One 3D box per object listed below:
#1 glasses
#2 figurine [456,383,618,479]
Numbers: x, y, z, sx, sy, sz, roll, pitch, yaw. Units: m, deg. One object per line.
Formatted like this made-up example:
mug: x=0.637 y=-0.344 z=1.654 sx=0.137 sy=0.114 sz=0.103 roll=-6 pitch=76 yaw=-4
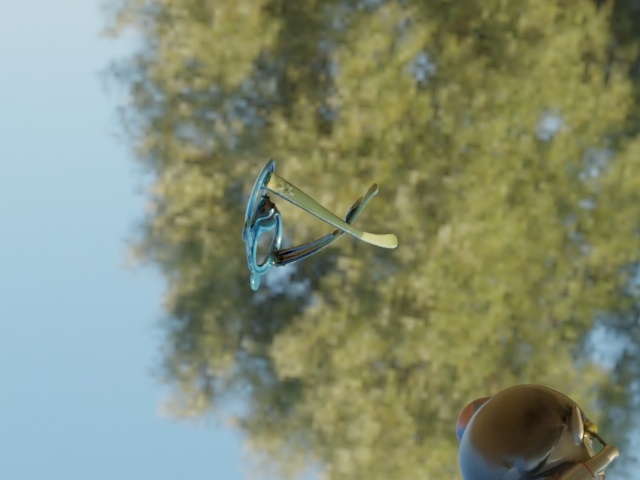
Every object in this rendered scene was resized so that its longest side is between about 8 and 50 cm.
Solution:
glasses: x=-0.008 y=-0.033 z=2.264 sx=0.207 sy=0.102 sz=0.239 roll=-12 pitch=154 yaw=-7
figurine: x=0.230 y=0.241 z=1.765 sx=0.158 sy=0.161 sz=0.275 roll=26 pitch=-159 yaw=-42
